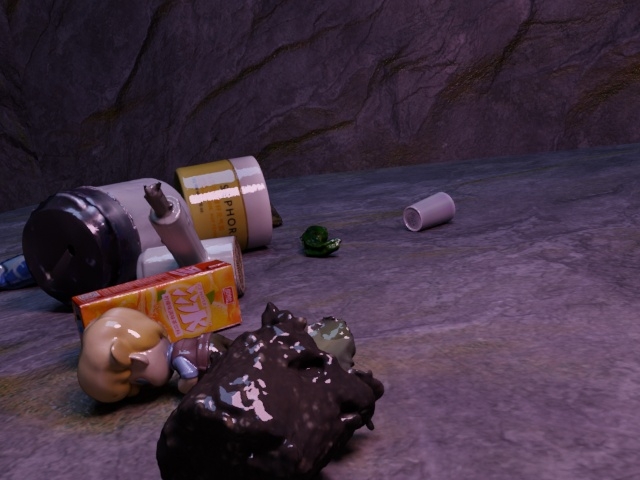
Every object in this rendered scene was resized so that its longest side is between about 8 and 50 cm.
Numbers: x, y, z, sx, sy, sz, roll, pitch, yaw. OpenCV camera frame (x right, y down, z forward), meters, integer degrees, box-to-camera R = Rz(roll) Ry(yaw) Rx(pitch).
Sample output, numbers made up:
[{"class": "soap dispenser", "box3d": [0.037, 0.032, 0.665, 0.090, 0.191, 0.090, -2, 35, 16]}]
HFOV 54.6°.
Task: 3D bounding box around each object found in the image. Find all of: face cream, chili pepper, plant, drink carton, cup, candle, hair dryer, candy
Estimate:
[{"class": "face cream", "box3d": [-0.229, -0.076, 1.444, 0.180, 0.218, 0.218, -12, 13, -17]}, {"class": "chili pepper", "box3d": [-0.006, 0.001, 1.355, 0.073, 0.050, 0.182, -3, 13, -10]}, {"class": "plant", "box3d": [-0.031, 0.133, 0.502, 0.142, 0.131, 0.203, 36, 23, 4]}, {"class": "drink carton", "box3d": [-0.232, 0.100, 0.895, 0.223, 0.096, 0.071, -14, 13, -30]}, {"class": "cup", "box3d": [0.249, -0.061, 1.474, 0.116, 0.074, 0.104, -21, -7, -34]}, {"class": "candle", "box3d": [-0.387, -0.011, 1.227, 0.221, 0.221, 0.342, -2, 13, 25]}, {"class": "hair dryer", "box3d": [-0.230, -0.001, 0.972, 0.173, 0.107, 0.357, -9, -27, -2]}, {"class": "candy", "box3d": [-0.605, 0.046, 1.400, 0.331, 0.077, 0.187, -18, 7, 8]}]

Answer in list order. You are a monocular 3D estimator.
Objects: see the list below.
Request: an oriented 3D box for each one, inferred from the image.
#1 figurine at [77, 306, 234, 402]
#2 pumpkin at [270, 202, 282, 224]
[{"class": "figurine", "box3d": [-0.180, 0.140, 0.724, 0.196, 0.108, 0.114, 10, 21, -5]}, {"class": "pumpkin", "box3d": [-0.274, -0.089, 1.730, 0.312, 0.148, 0.169, -11, 7, 2]}]
